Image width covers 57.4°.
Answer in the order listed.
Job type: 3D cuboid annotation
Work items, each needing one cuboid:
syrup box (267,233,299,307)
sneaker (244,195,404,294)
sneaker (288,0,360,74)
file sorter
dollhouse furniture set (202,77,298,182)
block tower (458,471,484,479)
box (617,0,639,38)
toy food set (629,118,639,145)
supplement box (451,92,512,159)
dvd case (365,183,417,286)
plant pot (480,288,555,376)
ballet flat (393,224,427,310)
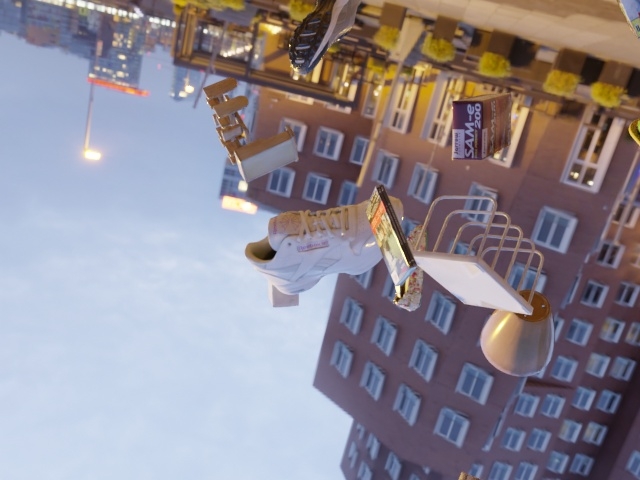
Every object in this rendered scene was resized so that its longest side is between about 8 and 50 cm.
[{"bbox_3d":[-0.126,0.098,1.971,0.096,0.237,0.093,-3,-165,-15],"label":"syrup box"},{"bbox_3d":[0.000,0.000,1.011,0.152,0.305,0.114,38,-144,-37],"label":"sneaker"},{"bbox_3d":[0.021,-0.473,1.298,0.100,0.272,0.108,12,158,39],"label":"sneaker"},{"bbox_3d":[0.388,0.035,1.411,0.192,0.173,0.277,6,156,49],"label":"file sorter"},{"bbox_3d":[-0.187,-0.304,1.604,0.160,0.212,0.242,-26,-117,-10],"label":"dollhouse furniture set"},{"bbox_3d":[0.471,0.640,1.340,0.335,0.091,0.097,1,145,50],"label":"block tower"},{"bbox_3d":[0.757,-0.587,1.327,0.233,0.159,0.044,29,-143,-43],"label":"box"},{"bbox_3d":[0.692,-0.202,1.122,0.128,0.071,0.218,-4,-137,-6],"label":"toy food set"},{"bbox_3d":[0.375,-0.267,1.348,0.073,0.131,0.239,6,-160,32],"label":"supplement box"},{"bbox_3d":[0.092,-0.005,0.781,0.013,0.120,0.087,-16,161,-11],"label":"dvd case"},{"bbox_3d":[0.647,0.273,1.875,0.236,0.254,0.237,-4,-127,5],"label":"plant pot"},{"bbox_3d":[0.246,0.074,1.611,0.077,0.241,0.091,6,176,-17],"label":"ballet flat"}]
